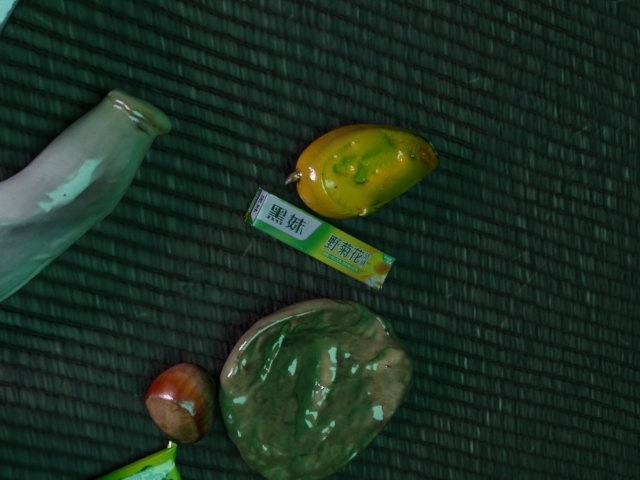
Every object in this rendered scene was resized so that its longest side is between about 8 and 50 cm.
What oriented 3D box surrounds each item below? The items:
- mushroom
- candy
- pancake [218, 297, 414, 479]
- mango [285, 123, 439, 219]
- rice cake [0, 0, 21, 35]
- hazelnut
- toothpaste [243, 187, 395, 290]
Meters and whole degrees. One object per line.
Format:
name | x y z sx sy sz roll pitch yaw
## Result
mushroom | -0.295 -0.024 1.194 0.351 0.097 0.109 -38 115 -15
candy | -0.223 0.297 1.321 0.178 0.032 0.102 -21 108 -17
pancake | -0.009 0.171 1.377 0.242 0.050 0.242 -9 112 -23
mango | 0.047 -0.079 1.337 0.187 0.066 0.101 -18 99 -24
rice cake | -0.300 -0.266 1.157 0.072 0.056 0.365 31 88 -19
hazelnut | -0.147 0.173 1.307 0.086 0.086 0.086 -5 103 -22
toothpaste | 0.000 0.000 1.348 0.178 0.037 0.043 27 91 -25
